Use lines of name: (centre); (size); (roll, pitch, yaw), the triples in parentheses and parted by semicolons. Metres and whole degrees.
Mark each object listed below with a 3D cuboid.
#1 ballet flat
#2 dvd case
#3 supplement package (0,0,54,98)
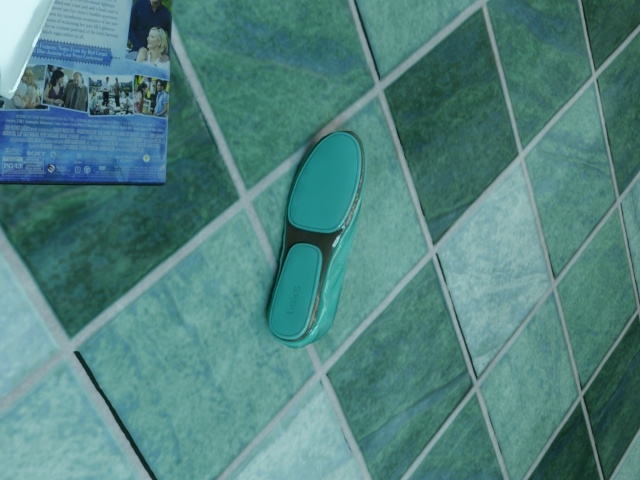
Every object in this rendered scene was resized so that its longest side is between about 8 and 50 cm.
ballet flat: (0.000, 0.000, 1.008); (0.087, 0.083, 0.247); (33, 72, -70)
dvd case: (-0.208, -0.174, 0.783); (0.180, 0.022, 0.253); (-3, 99, -46)
supplement package: (-0.265, -0.181, 0.570); (0.179, 0.105, 0.105); (22, 102, -27)
